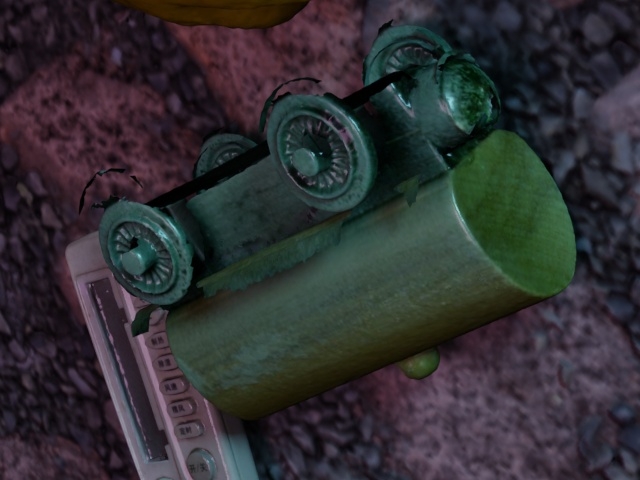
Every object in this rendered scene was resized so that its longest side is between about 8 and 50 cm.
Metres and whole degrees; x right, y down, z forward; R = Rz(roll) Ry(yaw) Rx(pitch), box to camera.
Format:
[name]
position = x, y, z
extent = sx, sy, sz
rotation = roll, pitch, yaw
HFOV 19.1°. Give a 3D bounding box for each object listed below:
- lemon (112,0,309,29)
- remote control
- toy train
[lemon]
position = -0.046, -0.254, 0.904
extent = 0.297, 0.297, 0.297
rotation = 17, 117, 35
[remote control]
position = -0.093, 0.097, 1.238
extent = 0.090, 0.049, 0.230
rotation = -14, 96, 43
[toy train]
position = -0.004, 0.005, 1.073
extent = 0.307, 0.126, 0.189
rotation = -26, 90, 43
